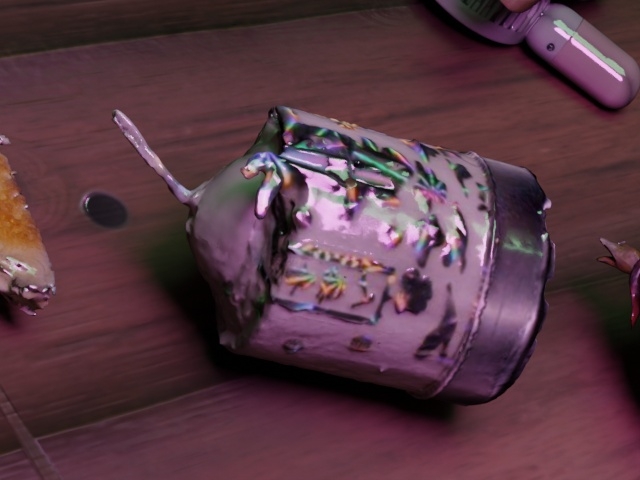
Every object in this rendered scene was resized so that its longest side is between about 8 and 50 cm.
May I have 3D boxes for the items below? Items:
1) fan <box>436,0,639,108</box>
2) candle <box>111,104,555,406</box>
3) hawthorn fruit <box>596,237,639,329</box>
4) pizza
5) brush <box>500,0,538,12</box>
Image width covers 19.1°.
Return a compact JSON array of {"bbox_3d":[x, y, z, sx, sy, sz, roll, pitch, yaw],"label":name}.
[{"bbox_3d":[0.198,-0.208,1.785,0.244,0.074,0.130,39,28,0],"label":"fan"},{"bbox_3d":[0.000,0.000,1.347,0.330,0.187,0.187,14,43,-18],"label":"candle"},{"bbox_3d":[0.356,0.062,1.474,0.307,0.276,0.276,15,36,18],"label":"hawthorn fruit"},{"bbox_3d":[-0.251,-0.015,1.303,0.195,0.052,0.185,44,33,20],"label":"pizza"},{"bbox_3d":[0.230,-0.260,1.758,0.070,0.065,0.327,50,28,7],"label":"brush"}]
